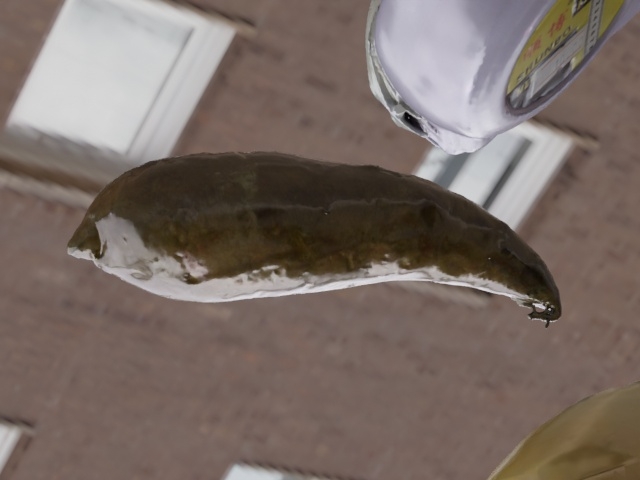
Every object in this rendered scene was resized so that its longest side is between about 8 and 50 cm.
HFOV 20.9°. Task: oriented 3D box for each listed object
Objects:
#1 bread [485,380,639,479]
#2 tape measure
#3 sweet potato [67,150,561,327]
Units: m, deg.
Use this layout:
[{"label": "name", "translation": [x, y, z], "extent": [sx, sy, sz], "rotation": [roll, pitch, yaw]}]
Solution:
[{"label": "bread", "translation": [0.258, 0.230, 0.900], "extent": [0.424, 0.329, 0.245], "rotation": [15, 170, 19]}, {"label": "tape measure", "translation": [0.108, -0.151, 0.971], "extent": [0.196, 0.178, 0.105], "rotation": [-41, -110, -18]}, {"label": "sweet potato", "translation": [0.003, -0.005, 1.452], "extent": [0.423, 0.130, 0.130], "rotation": [5, -149, -12]}]
